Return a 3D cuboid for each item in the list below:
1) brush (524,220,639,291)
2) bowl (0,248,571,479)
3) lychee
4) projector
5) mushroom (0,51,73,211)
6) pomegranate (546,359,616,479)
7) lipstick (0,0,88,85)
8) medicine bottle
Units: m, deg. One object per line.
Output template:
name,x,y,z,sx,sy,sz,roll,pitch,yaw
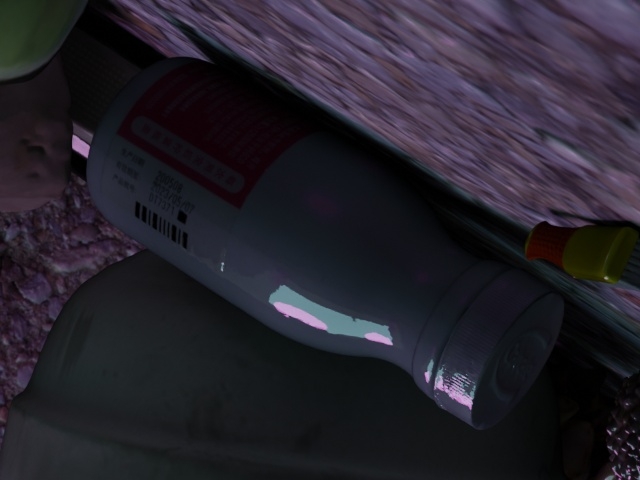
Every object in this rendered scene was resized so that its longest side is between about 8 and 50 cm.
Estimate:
brush,0.089,0.005,0.525,0.021,0.019,0.083,24,177,-13
bowl,-0.010,0.081,0.848,0.307,0.163,0.307,8,178,0
lychee,0.153,0.083,0.634,0.083,0.068,0.067,51,-145,-15
projector,-0.143,-0.083,0.995,0.257,0.079,0.259,34,179,6
mushroom,-0.218,-0.121,0.733,0.128,0.128,0.350,31,169,43
pomegranate,0.100,0.167,1.084,0.285,0.285,0.340,34,151,-15
lipstick,-0.189,-0.144,0.470,0.304,0.076,0.076,34,177,22
medicine bottle,0.000,0.000,0.701,0.216,0.090,0.090,31,176,26
